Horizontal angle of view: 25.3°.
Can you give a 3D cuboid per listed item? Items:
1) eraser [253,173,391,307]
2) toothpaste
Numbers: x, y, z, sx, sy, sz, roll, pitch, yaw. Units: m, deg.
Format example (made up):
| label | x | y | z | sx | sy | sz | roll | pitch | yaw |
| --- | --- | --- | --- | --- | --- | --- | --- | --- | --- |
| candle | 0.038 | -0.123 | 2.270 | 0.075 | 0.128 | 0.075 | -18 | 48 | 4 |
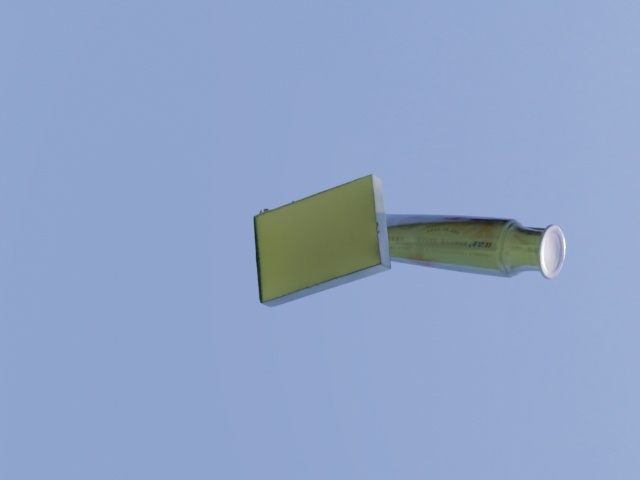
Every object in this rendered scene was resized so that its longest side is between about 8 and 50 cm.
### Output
| label | x | y | z | sx | sy | sz | roll | pitch | yaw |
| --- | --- | --- | --- | --- | --- | --- | --- | --- | --- |
| eraser | 0.000 | 0.000 | 1.467 | 0.150 | 0.023 | 0.103 | -19 | -117 | 28 |
| toothpaste | 0.117 | -0.001 | 1.605 | 0.323 | 0.100 | 0.066 | 6 | -64 | 37 |
